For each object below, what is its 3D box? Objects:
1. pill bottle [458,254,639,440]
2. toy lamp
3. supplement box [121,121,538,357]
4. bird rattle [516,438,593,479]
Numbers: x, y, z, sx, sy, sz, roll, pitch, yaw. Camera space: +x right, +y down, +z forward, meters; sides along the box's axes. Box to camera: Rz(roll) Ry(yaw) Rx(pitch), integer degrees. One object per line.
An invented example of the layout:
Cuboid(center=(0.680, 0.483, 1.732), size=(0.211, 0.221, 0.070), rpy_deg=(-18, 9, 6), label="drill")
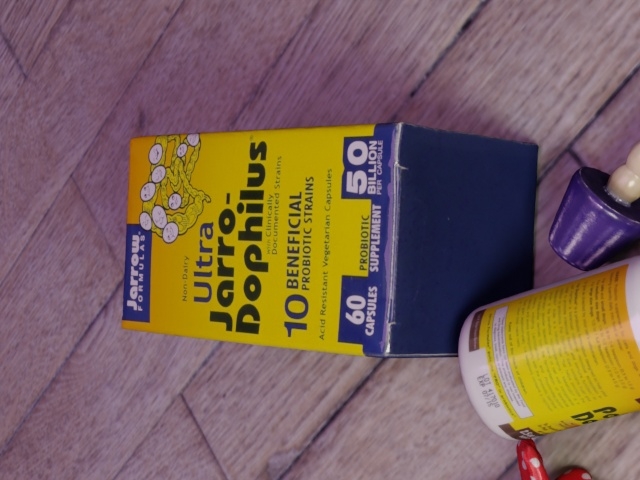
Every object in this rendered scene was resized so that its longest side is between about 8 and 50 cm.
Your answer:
Cuboid(center=(0.226, 0.082, 1.148), size=(0.215, 0.117, 0.117), rpy_deg=(-21, 73, 33), label="pill bottle")
Cuboid(center=(0.277, -0.091, 1.149), size=(0.080, 0.080, 0.274), rpy_deg=(51, 120, 34), label="toy lamp")
Cuboid(center=(0.000, 0.000, 1.338), size=(0.357, 0.195, 0.194), rpy_deg=(1, 88, 46), label="supplement box")
Cuboid(center=(0.150, 0.294, 1.223), size=(0.207, 0.143, 0.253), rpy_deg=(-13, 75, 61), label="bird rattle")
